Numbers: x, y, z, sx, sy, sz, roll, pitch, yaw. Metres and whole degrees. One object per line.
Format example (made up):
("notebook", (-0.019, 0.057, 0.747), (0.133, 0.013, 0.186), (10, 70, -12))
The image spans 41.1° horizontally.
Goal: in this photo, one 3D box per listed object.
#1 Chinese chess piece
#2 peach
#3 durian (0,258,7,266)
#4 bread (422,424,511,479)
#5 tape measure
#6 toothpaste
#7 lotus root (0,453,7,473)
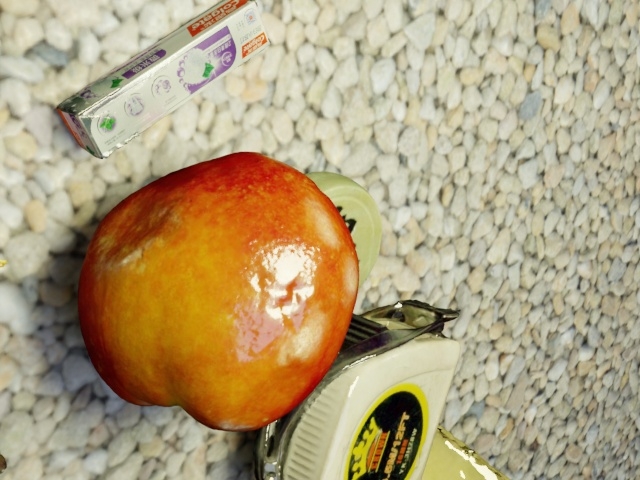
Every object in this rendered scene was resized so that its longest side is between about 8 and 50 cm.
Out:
("Chinese chess piece", (0.000, 0.000, 0.890), (0.144, 0.058, 0.144), (-17, 117, -36))
("peach", (-0.086, 0.038, 0.735), (0.244, 0.199, 0.243), (-1, 92, -17))
("durian", (-0.323, -0.005, 0.588), (0.182, 0.165, 0.132), (90, 4, -49))
("bread", (0.179, 0.391, 1.034), (0.279, 0.315, 0.248), (43, 74, -31))
("tape measure", (0.033, 0.178, 0.941), (0.231, 0.133, 0.271), (20, 90, -51))
("toothpaste", (-0.130, -0.144, 0.737), (0.196, 0.040, 0.047), (-40, 132, -23))
("lotus root", (-0.353, 0.202, 0.598), (0.260, 0.128, 0.145), (-29, 86, -34))
